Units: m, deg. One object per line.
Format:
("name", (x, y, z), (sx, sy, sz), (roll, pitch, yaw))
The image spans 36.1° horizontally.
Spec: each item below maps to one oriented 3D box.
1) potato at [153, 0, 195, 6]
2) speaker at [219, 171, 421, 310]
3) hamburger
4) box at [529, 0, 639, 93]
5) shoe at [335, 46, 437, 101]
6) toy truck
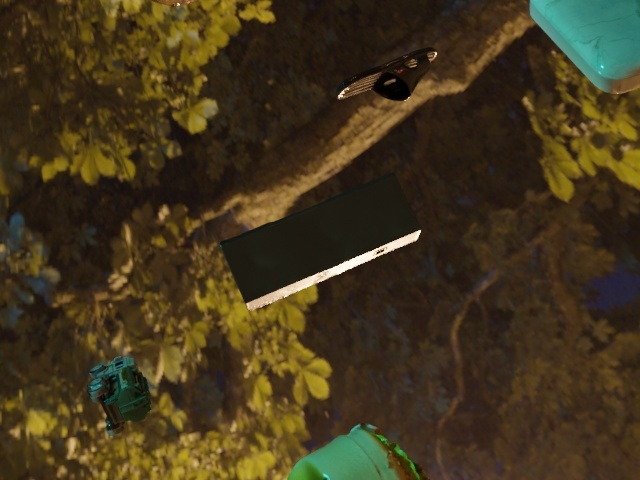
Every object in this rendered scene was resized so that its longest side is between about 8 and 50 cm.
("potato", (-0.189, -0.319, 1.135), (0.089, 0.172, 0.101), (-20, -63, 11))
("speaker", (0.000, 0.000, 1.127), (0.218, 0.082, 0.044), (-23, -14, -8))
("hamburger", (0.049, 0.300, 1.010), (0.116, 0.210, 0.173), (-4, -38, -39))
("box", (0.334, -0.215, 0.843), (0.285, 0.142, 0.044), (-22, -41, -8))
("shoe", (0.093, -0.203, 1.281), (0.159, 0.053, 0.062), (-22, -15, -26))
("toy truck", (-0.156, 0.119, 0.772), (0.044, 0.083, 0.039), (-23, -75, -8))
